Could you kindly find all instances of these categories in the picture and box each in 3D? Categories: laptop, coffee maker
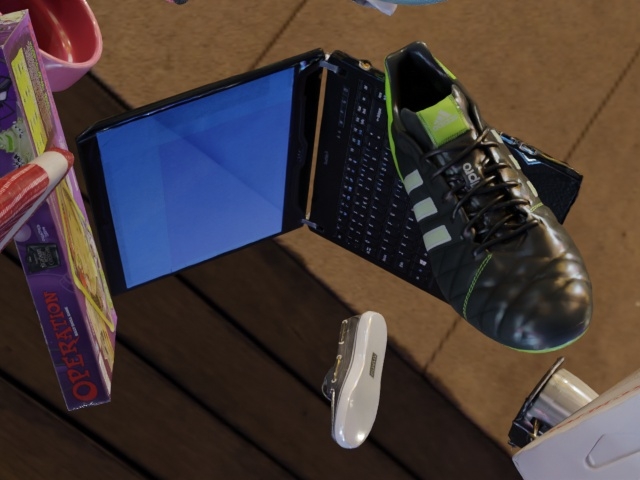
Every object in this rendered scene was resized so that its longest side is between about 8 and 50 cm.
[{"bbox_3d":[0.000,0.000,0.768,0.264,0.234,0.136,28,66,9],"label":"laptop"},{"bbox_3d":[0.339,0.253,1.480,0.120,0.178,0.171,-51,162,-11],"label":"coffee maker"}]

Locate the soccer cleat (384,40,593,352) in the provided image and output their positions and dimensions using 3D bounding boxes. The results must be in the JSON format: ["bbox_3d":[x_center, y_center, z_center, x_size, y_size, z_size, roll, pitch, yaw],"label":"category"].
[{"bbox_3d":[0.066,-0.023,0.529,0.060,0.179,0.072,-25,133,1],"label":"soccer cleat"}]

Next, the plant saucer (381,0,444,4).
[{"bbox_3d":[0.085,-0.385,1.112,0.318,0.044,0.317,0,91,-22],"label":"plant saucer"}]

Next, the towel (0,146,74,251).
[{"bbox_3d":[-0.279,0.074,0.656,0.037,0.237,0.329,45,29,-7],"label":"towel"}]

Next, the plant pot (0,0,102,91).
[{"bbox_3d":[-0.392,-0.234,1.394,0.180,0.201,0.201,-35,122,23],"label":"plant pot"}]

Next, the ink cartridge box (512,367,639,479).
[{"bbox_3d":[0.318,0.133,0.923,0.278,0.201,0.117,-23,77,-41],"label":"ink cartridge box"}]

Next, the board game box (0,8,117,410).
[{"bbox_3d":[-0.264,-0.035,1.135,0.056,0.208,0.346,-12,110,1],"label":"board game box"}]

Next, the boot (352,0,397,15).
[{"bbox_3d":[0.027,-0.395,1.580,0.095,0.258,0.123,18,105,-49],"label":"boot"}]

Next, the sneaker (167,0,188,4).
[{"bbox_3d":[-0.294,-0.426,1.599,0.314,0.136,0.115,41,40,-48],"label":"sneaker"}]

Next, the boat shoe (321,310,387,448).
[{"bbox_3d":[0.041,0.208,1.769,0.080,0.076,0.228,46,45,-43],"label":"boat shoe"}]
